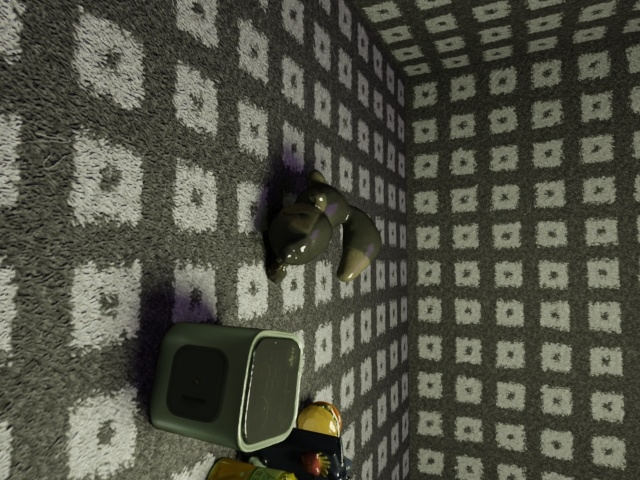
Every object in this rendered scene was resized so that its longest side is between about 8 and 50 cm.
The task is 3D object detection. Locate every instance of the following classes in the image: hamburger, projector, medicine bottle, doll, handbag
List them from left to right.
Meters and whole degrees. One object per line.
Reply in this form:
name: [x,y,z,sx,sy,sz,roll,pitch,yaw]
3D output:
projector: [-0.209,0.329,0.992,0.248,0.249,0.248,30,63,-60]
medicine bottle: [-0.168,0.638,1.070,0.124,0.238,0.124,-5,90,-65]
handbag: [-0.059,0.685,1.187,0.122,0.329,0.304,-35,119,-59]
hamburger: [-0.001,0.657,1.507,0.115,0.161,0.162,-6,94,-65]
doll: [0.013,-0.011,1.362,0.383,0.378,0.252,-60,177,-27]
